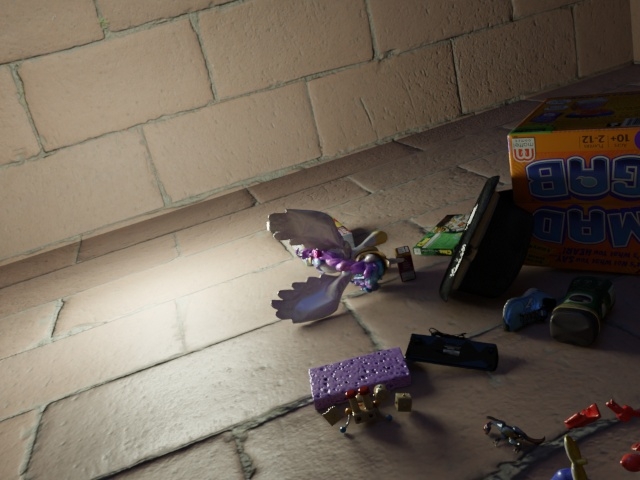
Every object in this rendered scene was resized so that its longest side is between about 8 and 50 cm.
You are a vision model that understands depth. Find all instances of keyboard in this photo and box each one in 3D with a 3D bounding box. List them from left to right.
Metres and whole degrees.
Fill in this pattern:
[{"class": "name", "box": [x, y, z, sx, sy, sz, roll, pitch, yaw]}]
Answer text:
[{"class": "keyboard", "box": [0.282, 0.238, 1.356, 0.192, 0.038, 0.100, 5, 40, 22]}]

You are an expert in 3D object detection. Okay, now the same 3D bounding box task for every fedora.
[{"class": "fedora", "box": [0.416, 0.017, 1.549, 0.152, 0.334, 0.334, 24, 30, 9]}]

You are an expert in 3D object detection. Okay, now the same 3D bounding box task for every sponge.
[{"class": "sponge", "box": [0.082, 0.291, 1.358, 0.210, 0.031, 0.117, -14, 21, -1]}]

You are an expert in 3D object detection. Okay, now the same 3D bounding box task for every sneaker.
[{"class": "sneaker", "box": [0.463, 0.155, 1.411, 0.162, 0.063, 0.073, -28, 27, -32]}]

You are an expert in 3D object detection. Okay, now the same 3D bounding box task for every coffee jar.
[{"class": "coffee jar", "box": [0.551, 0.148, 1.340, 0.096, 0.079, 0.184, 6, 27, 37]}]

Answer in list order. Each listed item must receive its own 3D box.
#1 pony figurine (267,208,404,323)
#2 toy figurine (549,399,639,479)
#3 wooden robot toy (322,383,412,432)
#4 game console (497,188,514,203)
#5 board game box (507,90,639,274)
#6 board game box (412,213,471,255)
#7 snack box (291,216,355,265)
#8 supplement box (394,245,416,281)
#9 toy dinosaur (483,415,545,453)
[{"class": "pony figurine", "box": [0.042, 0.051, 1.743, 0.351, 0.302, 0.363, -4, 6, 3]}, {"class": "toy figurine", "box": [0.371, 0.394, 0.758, 0.191, 0.217, 0.362, -6, 61, -18]}, {"class": "wooden robot toy", "box": [0.088, 0.313, 1.247, 0.173, 0.076, 0.079, -14, 9, 0]}, {"class": "game console", "box": [0.628, -0.092, 1.976, 0.213, 0.044, 0.361, -10, 21, 13]}, {"class": "board game box", "box": [0.717, -0.158, 1.610, 0.357, 0.356, 0.356, 3, 27, 35]}, {"class": "board game box", "box": [0.401, -0.020, 1.964, 0.136, 0.030, 0.260, 4, 27, 36]}, {"class": "snack box", "box": [0.000, 0.000, 2.125, 0.174, 0.070, 0.207, -18, 19, -10]}, {"class": "supplement box", "box": [0.235, 0.064, 1.771, 0.043, 0.083, 0.055, -13, 20, 3]}, {"class": "toy dinosaur", "box": [0.322, 0.334, 1.097, 0.090, 0.047, 0.082, 15, 4, -15]}]
